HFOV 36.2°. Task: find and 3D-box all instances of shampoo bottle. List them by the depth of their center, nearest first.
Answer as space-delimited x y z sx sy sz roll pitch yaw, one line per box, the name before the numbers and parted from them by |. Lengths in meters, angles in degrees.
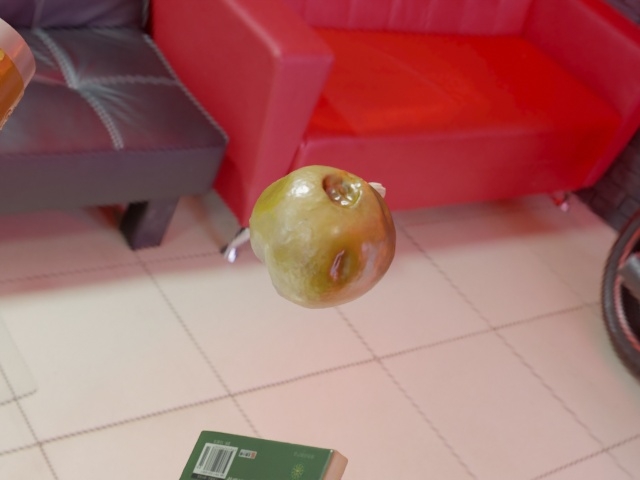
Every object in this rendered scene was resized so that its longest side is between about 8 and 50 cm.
shampoo bottle | 0.068 -0.078 1.649 0.049 0.034 0.141 15 12 17

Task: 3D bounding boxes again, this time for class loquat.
loquat | -0.005 -0.002 1.399 0.213 0.213 0.213 17 34 -12

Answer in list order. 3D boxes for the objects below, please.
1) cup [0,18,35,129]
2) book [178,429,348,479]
cup | -0.516 -0.217 1.395 0.185 0.241 0.226 46 53 -26
book | -0.097 0.301 0.871 0.027 0.202 0.264 41 61 -34
